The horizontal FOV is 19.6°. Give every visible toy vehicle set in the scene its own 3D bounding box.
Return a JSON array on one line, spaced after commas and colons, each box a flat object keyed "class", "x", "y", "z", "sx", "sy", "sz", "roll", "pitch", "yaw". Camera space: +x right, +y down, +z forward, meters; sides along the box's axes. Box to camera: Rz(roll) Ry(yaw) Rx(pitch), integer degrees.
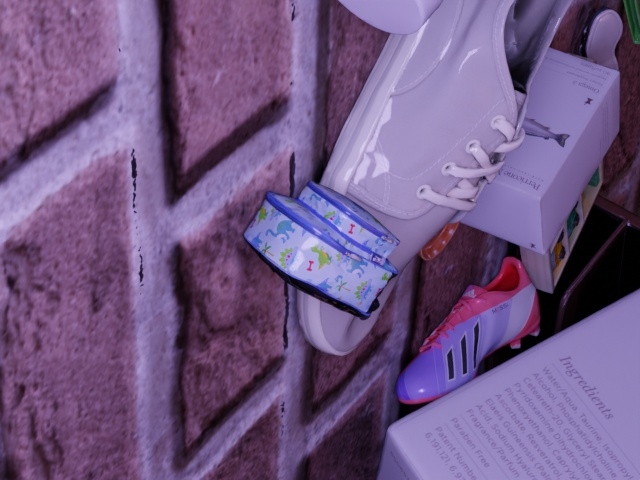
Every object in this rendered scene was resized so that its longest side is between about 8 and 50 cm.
[{"class": "toy vehicle set", "x": 0.269, "y": -0.071, "z": 2.089, "sx": 0.166, "sy": 0.035, "sz": 0.267, "roll": -63, "pitch": 159, "yaw": -21}]

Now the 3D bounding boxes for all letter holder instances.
[{"class": "letter holder", "x": 0.320, "y": 0.122, "z": 2.310, "sx": 0.214, "sy": 0.152, "sz": 0.302, "roll": -48, "pitch": 154, "yaw": -25}]

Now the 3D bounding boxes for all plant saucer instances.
[{"class": "plant saucer", "x": 0.121, "y": -0.019, "z": 1.902, "sx": 0.083, "sy": 0.013, "sz": 0.083, "roll": -46, "pitch": 152, "yaw": -33}]

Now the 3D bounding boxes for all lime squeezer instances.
[{"class": "lime squeezer", "x": 0.283, "y": -0.282, "z": 1.874, "sx": 0.310, "sy": 0.059, "sz": 0.110, "roll": 11, "pitch": 102, "yaw": -66}]

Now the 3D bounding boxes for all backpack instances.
[{"class": "backpack", "x": 0.000, "y": 0.000, "z": 1.543, "sx": 0.114, "sy": 0.105, "sz": 0.084, "roll": 24, "pitch": 99, "yaw": -41}]

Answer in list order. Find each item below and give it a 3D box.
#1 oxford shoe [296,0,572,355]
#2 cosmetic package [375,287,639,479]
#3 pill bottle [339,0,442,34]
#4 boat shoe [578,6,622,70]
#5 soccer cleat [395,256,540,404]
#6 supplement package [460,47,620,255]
[{"class": "oxford shoe", "x": 0.106, "y": -0.088, "z": 1.646, "sx": 0.169, "sy": 0.130, "sz": 0.449, "roll": -5, "pitch": 122, "yaw": -65}, {"class": "cosmetic package", "x": 0.302, "y": 0.311, "z": 2.051, "sx": 0.394, "sy": 0.327, "sz": 0.329, "roll": -27, "pitch": 153, "yaw": -19}, {"class": "pill bottle", "x": 0.095, "y": -0.265, "z": 1.428, "sx": 0.208, "sy": 0.119, "sz": 0.119, "roll": -53, "pitch": 156, "yaw": -21}, {"class": "boat shoe", "x": 0.303, "y": -0.216, "z": 2.026, "sx": 0.046, "sy": 0.038, "sz": 0.125, "roll": -28, "pitch": 148, "yaw": -6}, {"class": "soccer cleat", "x": 0.159, "y": 0.104, "z": 2.066, "sx": 0.248, "sy": 0.083, "sz": 0.095, "roll": -30, "pitch": 112, "yaw": -42}, {"class": "supplement package", "x": 0.219, "y": -0.095, "z": 1.883, "sx": 0.179, "sy": 0.105, "sz": 0.105, "roll": -57, "pitch": 156, "yaw": -26}]
